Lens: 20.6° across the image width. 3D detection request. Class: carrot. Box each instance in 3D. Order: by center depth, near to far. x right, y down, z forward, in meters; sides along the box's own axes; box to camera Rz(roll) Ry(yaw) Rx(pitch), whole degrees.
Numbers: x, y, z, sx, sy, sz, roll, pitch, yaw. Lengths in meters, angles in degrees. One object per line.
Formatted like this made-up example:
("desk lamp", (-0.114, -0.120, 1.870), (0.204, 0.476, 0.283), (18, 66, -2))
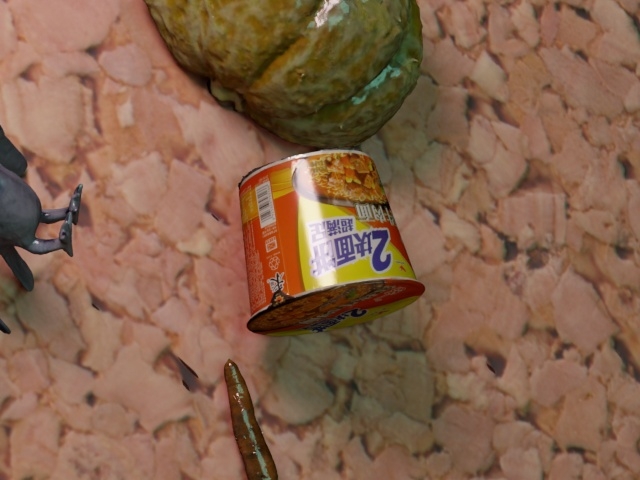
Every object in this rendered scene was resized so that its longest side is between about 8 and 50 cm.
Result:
("carrot", (-0.084, 0.216, 2.024), (0.036, 0.036, 0.165), (-16, 84, -31))

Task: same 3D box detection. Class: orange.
("orange", (-0.020, -0.283, 2.076), (0.369, 0.210, 0.271), (38, 66, -14))

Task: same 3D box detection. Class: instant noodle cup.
("instant noodle cup", (0.000, 0.000, 2.031), (0.213, 0.213, 0.174), (-4, 73, -30))

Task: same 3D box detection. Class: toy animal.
("toy animal", (-0.338, -0.038, 1.843), (0.176, 0.255, 0.239), (12, 48, -6))
